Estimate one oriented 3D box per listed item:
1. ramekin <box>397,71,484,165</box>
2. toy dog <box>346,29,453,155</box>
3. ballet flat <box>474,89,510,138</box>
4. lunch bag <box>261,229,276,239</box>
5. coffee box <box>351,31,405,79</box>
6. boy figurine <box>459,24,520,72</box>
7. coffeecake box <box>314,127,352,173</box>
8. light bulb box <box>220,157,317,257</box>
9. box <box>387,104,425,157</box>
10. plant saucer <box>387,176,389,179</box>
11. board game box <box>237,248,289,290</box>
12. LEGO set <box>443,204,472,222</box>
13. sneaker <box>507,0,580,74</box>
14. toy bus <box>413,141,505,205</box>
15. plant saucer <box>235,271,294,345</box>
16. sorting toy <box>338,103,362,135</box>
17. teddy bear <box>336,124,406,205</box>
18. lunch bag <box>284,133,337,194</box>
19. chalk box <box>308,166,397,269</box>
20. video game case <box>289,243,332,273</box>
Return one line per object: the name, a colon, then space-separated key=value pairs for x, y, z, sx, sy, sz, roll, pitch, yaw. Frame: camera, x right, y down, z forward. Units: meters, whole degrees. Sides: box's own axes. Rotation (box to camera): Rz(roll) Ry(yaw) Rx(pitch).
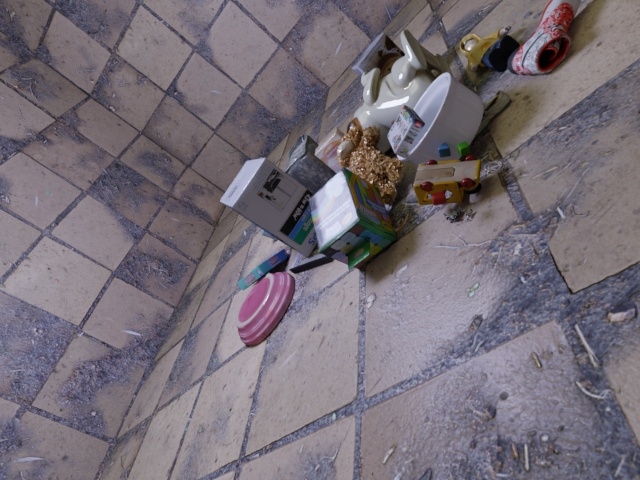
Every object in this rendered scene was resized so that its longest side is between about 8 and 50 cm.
ramekin: x=0.357 y=-0.339 z=1.288 sx=0.277 sy=0.135 sz=0.277 roll=-61 pitch=12 yaw=22
toy dog: x=0.287 y=-0.479 z=1.613 sx=0.407 sy=0.284 sz=0.396 roll=-33 pitch=69 yaw=40
ballet flat: x=0.478 y=-0.368 z=1.269 sx=0.168 sy=0.052 sz=0.057 roll=-48 pitch=22 yaw=16
lunch bag: x=-0.204 y=-0.157 z=2.238 sx=0.279 sy=0.107 sz=0.224 roll=-49 pitch=26 yaw=32
coffee box: x=0.300 y=-0.683 z=1.790 sx=0.168 sy=0.297 sz=0.119 roll=-51 pitch=18 yaw=8
boy figurine: x=0.571 y=-0.659 z=1.478 sx=0.177 sy=0.092 sz=0.285 roll=-48 pitch=25 yaw=20
coffeecake box: x=0.091 y=-0.383 z=1.918 sx=0.142 sy=0.185 sz=0.068 roll=-41 pitch=24 yaw=29
light bulb box: x=-0.180 y=-0.141 z=1.767 sx=0.225 sy=0.361 sz=0.358 roll=-56 pitch=21 yaw=-4
box: x=0.254 y=-0.333 z=1.306 sx=0.114 sy=0.036 sz=0.207 roll=-61 pitch=11 yaw=26
plant saucer: x=0.204 y=-0.221 z=1.606 sx=0.168 sy=0.029 sz=0.169 roll=-33 pitch=34 yaw=27
board game box: x=-0.251 y=0.128 z=1.915 sx=0.160 sy=0.047 sz=0.210 roll=-38 pitch=0 yaw=34
LEGO set: x=0.354 y=-0.062 z=1.107 sx=0.054 sy=0.023 sz=0.083 roll=-55 pitch=34 yaw=2
sneaker: x=0.650 y=-0.572 z=1.181 sx=0.270 sy=0.090 sz=0.145 roll=-52 pitch=22 yaw=12
toy bus: x=0.347 y=-0.148 z=1.130 sx=0.190 sy=0.104 sz=0.202 roll=-33 pitch=42 yaw=-3
plant saucer: x=-0.239 y=0.260 z=1.755 sx=0.332 sy=0.084 sz=0.332 roll=-44 pitch=24 yaw=25
sorting toy: x=0.159 y=-0.523 z=2.127 sx=0.255 sy=0.089 sz=0.257 roll=-46 pitch=22 yaw=19
teddy bear: x=0.161 y=-0.263 z=1.484 sx=0.113 sy=0.338 sz=0.245 roll=-20 pitch=-25 yaw=-26
lunch bag: x=-0.032 y=-0.363 z=2.073 sx=0.169 sy=0.235 sz=0.287 roll=-40 pitch=25 yaw=28
chalk box: x=0.101 y=-0.042 z=1.332 sx=0.180 sy=0.179 sz=0.289 roll=-39 pitch=46 yaw=31
video game case: x=0.000 y=0.000 z=1.724 sx=0.274 sy=0.035 sz=0.248 roll=-23 pitch=36 yaw=53
